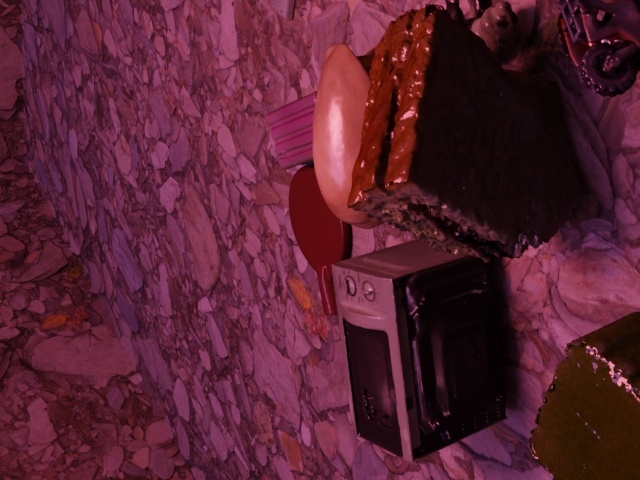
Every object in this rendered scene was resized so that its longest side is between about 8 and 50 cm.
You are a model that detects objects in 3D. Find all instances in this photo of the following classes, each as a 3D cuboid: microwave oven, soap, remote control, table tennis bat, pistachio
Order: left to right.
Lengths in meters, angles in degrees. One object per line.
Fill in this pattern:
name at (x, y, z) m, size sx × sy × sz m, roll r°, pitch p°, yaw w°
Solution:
remote control at (-0.068, -0.496, 1.741) m, size 0.061 × 0.029 × 0.162 m, roll 50°, pitch 144°, yaw 38°
soap at (-0.021, -0.211, 1.771) m, size 0.203 × 0.066 × 0.122 m, roll -8°, pitch 97°, yaw 61°
table tennis bat at (0.000, 0.000, 1.875) m, size 0.200 × 0.038 × 0.310 m, roll 9°, pitch 112°, yaw 58°
pistachio at (0.070, -0.167, 1.519) m, size 0.188 × 0.188 × 0.299 m, roll -1°, pitch 96°, yaw 60°
microwave oven at (0.165, 0.163, 1.473) m, size 0.181 × 0.238 × 0.295 m, roll 12°, pitch 113°, yaw 57°

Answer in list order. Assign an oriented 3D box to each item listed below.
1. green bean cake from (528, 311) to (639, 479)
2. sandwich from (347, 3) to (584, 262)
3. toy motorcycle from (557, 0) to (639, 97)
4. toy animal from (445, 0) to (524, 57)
green bean cake at (0.412, 0.251, 1.177) m, size 0.250 × 0.156 × 0.246 m, roll 47°, pitch 140°, yaw 39°
sandwich at (0.203, -0.116, 1.214) m, size 0.131 × 0.325 × 0.262 m, roll -14°, pitch 59°, yaw 52°
toy motorcycle at (0.340, -0.266, 1.099) m, size 0.084 × 0.118 × 0.212 m, roll 93°, pitch 164°, yaw -68°
toy animal at (0.199, -0.287, 1.330) m, size 0.225 × 0.094 × 0.121 m, roll -25°, pitch 92°, yaw 51°
